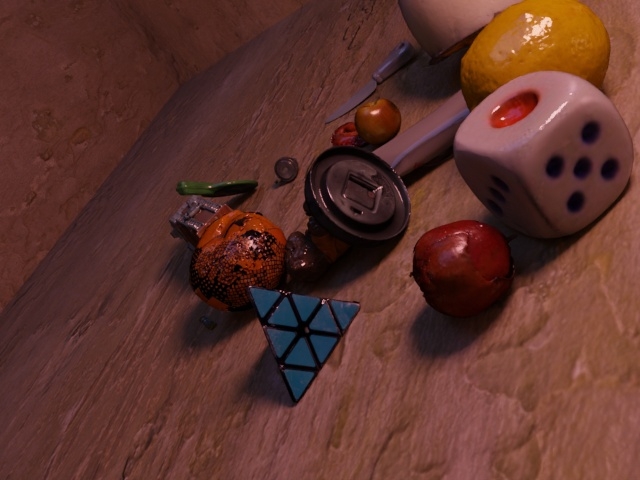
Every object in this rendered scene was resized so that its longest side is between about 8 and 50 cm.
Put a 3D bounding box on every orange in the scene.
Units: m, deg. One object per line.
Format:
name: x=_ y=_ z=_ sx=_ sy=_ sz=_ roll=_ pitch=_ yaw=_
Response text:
orange: x=-0.174 y=0.046 z=1.419 sx=0.235 sy=0.182 sz=0.234 roll=-20 pitch=38 yaw=17

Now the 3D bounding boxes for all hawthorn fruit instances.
hawthorn fruit: x=0.219 y=0.035 z=0.975 sx=0.172 sy=0.148 sz=0.148 roll=-23 pitch=26 yaw=-7

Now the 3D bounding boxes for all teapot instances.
teapot: x=-0.093 y=-0.193 z=1.818 sx=0.088 sy=0.066 sz=0.057 roll=-53 pitch=-2 yaw=29

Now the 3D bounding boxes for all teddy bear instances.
teddy bear: x=0.000 y=0.000 z=1.335 sx=0.190 sy=0.140 sz=0.177 roll=-51 pitch=-3 yaw=-2

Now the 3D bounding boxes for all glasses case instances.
glasses case: x=0.243 y=-0.216 z=1.379 sx=0.308 sy=0.083 sz=0.128 roll=-34 pitch=33 yaw=13

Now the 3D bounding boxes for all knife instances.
knife: x=0.142 y=-0.445 z=1.915 sx=0.331 sy=0.044 sz=0.080 roll=-43 pitch=33 yaw=9

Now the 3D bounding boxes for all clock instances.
clock: x=0.070 y=-0.084 z=1.266 sx=0.042 sy=0.215 sz=0.214 roll=-50 pitch=12 yaw=50

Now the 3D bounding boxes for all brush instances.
brush: x=-0.263 y=0.182 z=1.505 sx=0.018 sy=0.021 sz=0.083 roll=-51 pitch=28 yaw=-14

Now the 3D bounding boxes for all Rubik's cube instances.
Rubik's cube: x=-0.051 y=0.208 z=1.169 sx=0.190 sy=0.212 sz=0.178 roll=122 pitch=153 yaw=-53

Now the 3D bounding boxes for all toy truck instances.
toy truck: x=-0.287 y=-0.030 z=1.700 sx=0.136 sy=0.162 sz=0.305 roll=-48 pitch=27 yaw=-13

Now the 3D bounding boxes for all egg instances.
egg: x=0.326 y=-0.633 z=1.510 sx=0.355 sy=0.339 sz=0.354 roll=-29 pitch=5 yaw=3

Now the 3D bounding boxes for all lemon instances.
lemon: x=0.376 y=-0.304 z=1.177 sx=0.288 sy=0.233 sz=0.233 roll=-44 pitch=26 yaw=3

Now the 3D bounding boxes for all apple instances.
apple: x=0.138 y=-0.290 z=1.601 sx=0.114 sy=0.102 sz=0.099 roll=-30 pitch=29 yaw=6

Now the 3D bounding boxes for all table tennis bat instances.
table tennis bat: x=-0.290 y=-0.145 z=1.858 sx=0.161 sy=0.039 sz=0.257 roll=-16 pitch=-8 yaw=42

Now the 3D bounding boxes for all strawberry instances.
strawberry: x=0.076 y=-0.270 z=1.717 sx=0.152 sy=0.048 sz=0.103 roll=-6 pitch=46 yaw=54

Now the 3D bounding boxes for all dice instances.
dice: x=0.334 y=-0.130 z=1.006 sx=0.194 sy=0.192 sz=0.193 roll=-45 pitch=28 yaw=-5
